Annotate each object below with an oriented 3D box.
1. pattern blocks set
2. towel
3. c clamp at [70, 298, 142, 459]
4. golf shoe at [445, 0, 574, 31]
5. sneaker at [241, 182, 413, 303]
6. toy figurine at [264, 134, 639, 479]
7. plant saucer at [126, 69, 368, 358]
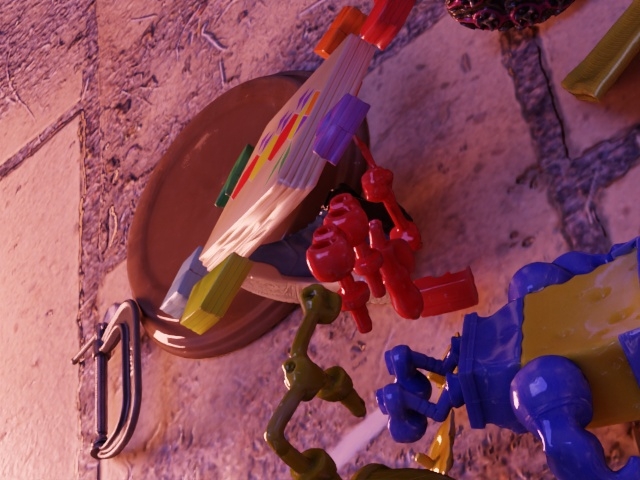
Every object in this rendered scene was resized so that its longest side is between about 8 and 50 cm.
[{"bbox_3d":[-0.023,-0.059,0.978,0.285,0.026,0.325,-63,12,-20],"label":"pattern blocks set"},{"bbox_3d":[0.244,-0.192,0.907,0.237,0.021,0.102,-53,2,6],"label":"towel"},{"bbox_3d":[-0.180,0.124,1.182,0.137,0.022,0.161,-54,32,35],"label":"c clamp"},{"bbox_3d":[0.176,-0.219,1.015,0.186,0.067,0.086,-26,37,21],"label":"golf shoe"},{"bbox_3d":[0.001,0.000,1.039,0.152,0.058,0.085,0,67,34],"label":"sneaker"},{"bbox_3d":[0.125,0.052,0.750,0.217,0.191,0.362,-16,22,16],"label":"toy figurine"},{"bbox_3d":[-0.075,-0.032,1.178,0.278,0.041,0.278,-28,45,32],"label":"plant saucer"}]
